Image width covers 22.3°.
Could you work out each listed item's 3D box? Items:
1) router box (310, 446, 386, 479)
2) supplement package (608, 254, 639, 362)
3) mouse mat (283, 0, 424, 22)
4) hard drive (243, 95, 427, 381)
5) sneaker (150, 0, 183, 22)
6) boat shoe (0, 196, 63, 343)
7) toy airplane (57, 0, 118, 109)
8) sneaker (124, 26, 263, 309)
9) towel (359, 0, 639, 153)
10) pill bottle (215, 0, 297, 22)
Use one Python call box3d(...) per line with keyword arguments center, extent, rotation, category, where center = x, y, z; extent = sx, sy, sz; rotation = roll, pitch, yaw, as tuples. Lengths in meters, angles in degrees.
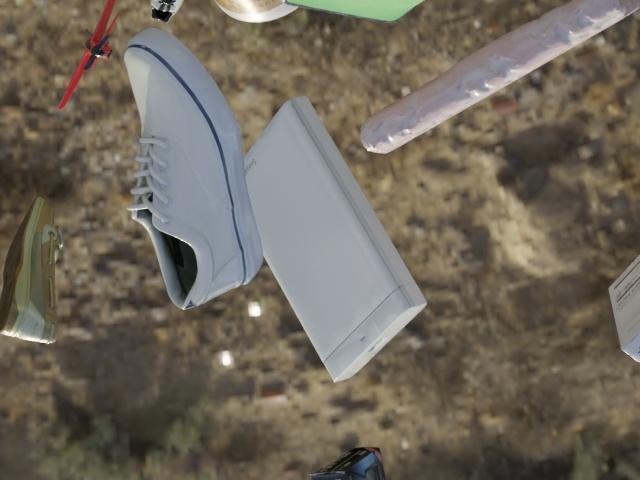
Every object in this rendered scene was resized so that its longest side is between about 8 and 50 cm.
box3d(center=(0.035, 0.265, 1.540), extent=(0.038, 0.122, 0.092), rotation=(-10, -176, 25), category="router box")
box3d(center=(0.501, 0.053, 1.884), extent=(0.204, 0.145, 0.262), rotation=(32, 116, -14), category="supplement package")
box3d(center=(0.074, -0.256, 1.502), extent=(0.152, 0.007, 0.189), rotation=(4, 155, -41), category="mouse mat")
box3d(center=(0.000, 0.000, 2.352), extent=(0.047, 0.353, 0.233), rotation=(-16, 159, -37), category="hard drive")
box3d(center=(-0.143, -0.247, 1.589), extent=(0.040, 0.044, 0.109), rotation=(17, 160, -7), category="sneaker")
box3d(center=(-0.240, 0.026, 1.386), extent=(0.048, 0.153, 0.056), rotation=(21, 126, -19), category="boat shoe")
box3d(center=(-0.228, -0.198, 1.662), extent=(0.028, 0.151, 0.151), rotation=(25, 130, -13), category="toy airplane")
box3d(center=(-0.118, -0.051, 1.366), extent=(0.091, 0.094, 0.258), rotation=(-40, 127, -32), category="sneaker")
box3d(center=(0.228, -0.217, 1.910), extent=(0.332, 0.317, 0.053), rotation=(-30, 92, 23), category="towel")
box3d(center=(-0.094, -0.336, 1.661), extent=(0.131, 0.131, 0.229), rotation=(-21, 147, 12), category="pill bottle")
